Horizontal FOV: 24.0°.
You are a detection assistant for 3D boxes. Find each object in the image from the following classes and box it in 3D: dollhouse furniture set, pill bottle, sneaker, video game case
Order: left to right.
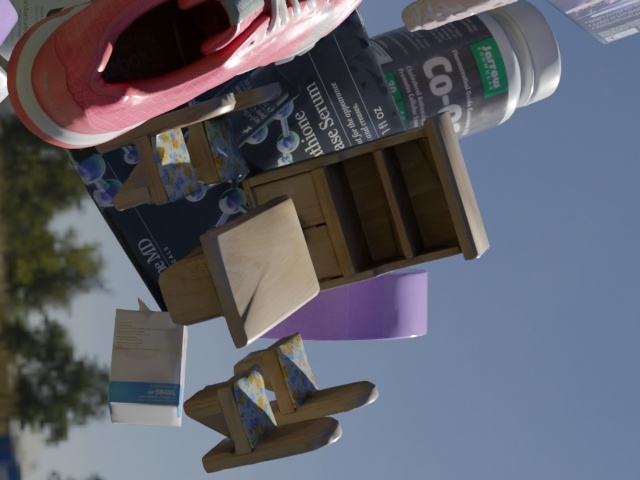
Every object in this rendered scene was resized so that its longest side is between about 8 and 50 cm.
[{"bbox_3d":[-0.055,-0.155,1.024,0.116,0.314,0.136,61,-22,-15],"label":"sneaker"},{"bbox_3d":[0.000,0.000,1.640,0.394,0.256,0.362,-32,106,-68],"label":"dollhouse furniture set"},{"bbox_3d":[0.190,-0.257,2.421,0.204,0.361,0.204,51,-26,38],"label":"pill bottle"},{"bbox_3d":[0.423,-0.331,2.001,0.274,0.196,0.026,16,60,-61],"label":"video game case"}]

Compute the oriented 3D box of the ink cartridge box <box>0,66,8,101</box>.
[{"bbox_3d":[-0.578,-0.174,2.008,0.121,0.289,0.211,45,-1,16],"label":"ink cartridge box"}]

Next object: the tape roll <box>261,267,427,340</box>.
[{"bbox_3d":[0.011,0.083,2.084,0.275,0.275,0.090,-174,-95,-78],"label":"tape roll"}]

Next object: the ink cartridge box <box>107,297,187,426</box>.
[{"bbox_3d":[-0.216,0.152,1.902,0.092,0.090,0.143,99,-6,-66],"label":"ink cartridge box"}]

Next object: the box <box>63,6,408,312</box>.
[{"bbox_3d":[-0.110,-0.136,1.940,0.293,0.395,0.212,63,-5,-39],"label":"box"}]

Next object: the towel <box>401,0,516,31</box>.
[{"bbox_3d":[0.322,-0.380,2.083,0.332,0.317,0.053,-19,-88,53],"label":"towel"}]

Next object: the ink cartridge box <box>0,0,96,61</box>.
[{"bbox_3d":[-0.301,-0.375,2.166,0.129,0.307,0.223,43,32,-45],"label":"ink cartridge box"}]

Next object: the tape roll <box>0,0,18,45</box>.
[{"bbox_3d":[-0.329,-0.187,1.134,0.080,0.189,0.189,-60,-173,-11],"label":"tape roll"}]
